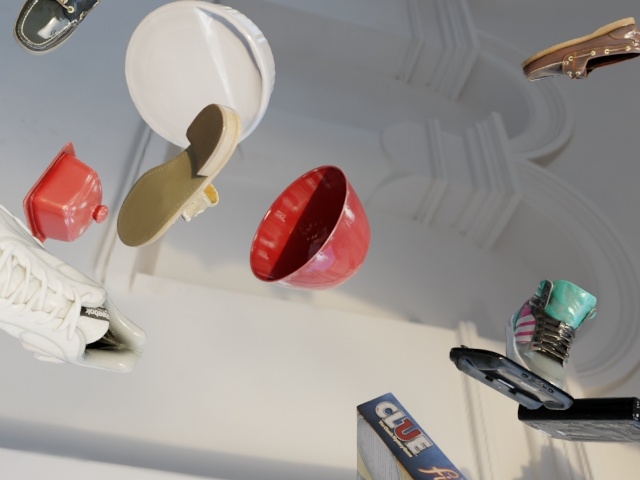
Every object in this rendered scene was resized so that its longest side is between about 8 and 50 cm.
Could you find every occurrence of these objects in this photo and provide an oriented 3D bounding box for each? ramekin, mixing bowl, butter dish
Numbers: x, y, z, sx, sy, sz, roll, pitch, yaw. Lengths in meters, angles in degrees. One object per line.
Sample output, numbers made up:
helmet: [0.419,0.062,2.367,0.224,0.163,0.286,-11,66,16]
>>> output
ramekin: [-0.208,-0.309,1.252,0.127,0.273,0.272,-59,168,-60]
mixing bowl: [0.000,0.000,0.916,0.181,0.098,0.181,-33,-143,28]
butter dish: [-0.437,-0.065,1.211,0.160,0.118,0.159,109,2,-55]

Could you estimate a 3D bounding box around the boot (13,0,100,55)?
boot: [-0.376,-0.402,1.042,0.236,0.085,0.179,-56,-159,-20]

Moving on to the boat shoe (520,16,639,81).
boat shoe: [0.470,-0.328,1.226,0.073,0.207,0.073,0,74,-62]

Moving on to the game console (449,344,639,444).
game console: [0.359,0.241,1.046,0.213,0.361,0.043,-20,-134,52]

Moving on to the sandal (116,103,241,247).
sandal: [-0.144,-0.060,0.780,0.240,0.079,0.088,-40,-124,36]

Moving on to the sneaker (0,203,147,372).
sneaker: [-0.260,0.044,0.608,0.110,0.118,0.292,-63,151,-17]

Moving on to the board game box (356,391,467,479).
board game box: [0.094,0.292,0.660,0.165,0.042,0.243,45,-35,48]

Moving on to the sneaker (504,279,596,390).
sneaker: [0.456,0.171,1.312,0.178,0.124,0.295,-57,-175,22]
